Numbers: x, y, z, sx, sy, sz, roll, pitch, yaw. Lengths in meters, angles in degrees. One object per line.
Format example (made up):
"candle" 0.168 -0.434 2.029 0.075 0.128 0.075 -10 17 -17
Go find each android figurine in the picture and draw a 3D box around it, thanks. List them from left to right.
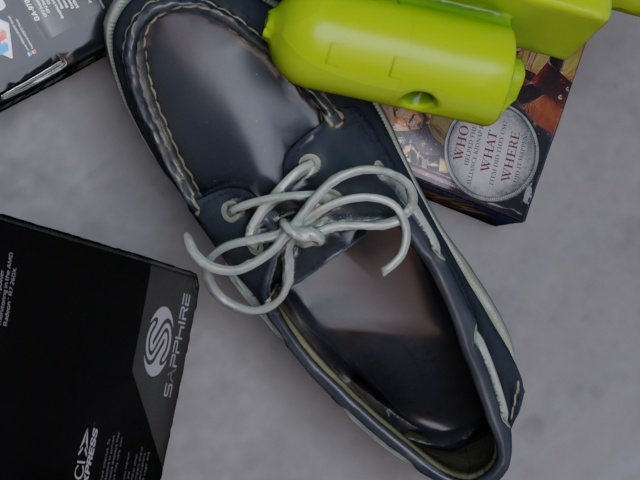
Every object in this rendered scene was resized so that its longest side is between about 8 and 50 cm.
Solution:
"android figurine" 0.034 -0.171 0.734 0.273 0.056 0.248 11 69 -13

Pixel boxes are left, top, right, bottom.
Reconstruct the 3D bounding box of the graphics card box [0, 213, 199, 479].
"graphics card box" -0.188 0.087 0.600 0.094 0.371 0.232 7 85 30

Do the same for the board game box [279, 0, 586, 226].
"board game box" 0.051 -0.148 0.816 0.165 0.042 0.243 21 83 -13

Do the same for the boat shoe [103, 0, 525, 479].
"boat shoe" 0.000 0.000 0.751 0.095 0.079 0.254 -29 111 10

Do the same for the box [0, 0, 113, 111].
"box" -0.205 -0.137 0.743 0.175 0.051 0.220 -31 96 -14
